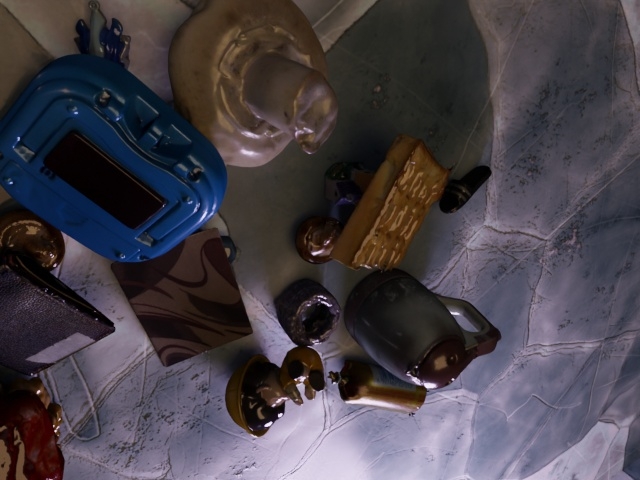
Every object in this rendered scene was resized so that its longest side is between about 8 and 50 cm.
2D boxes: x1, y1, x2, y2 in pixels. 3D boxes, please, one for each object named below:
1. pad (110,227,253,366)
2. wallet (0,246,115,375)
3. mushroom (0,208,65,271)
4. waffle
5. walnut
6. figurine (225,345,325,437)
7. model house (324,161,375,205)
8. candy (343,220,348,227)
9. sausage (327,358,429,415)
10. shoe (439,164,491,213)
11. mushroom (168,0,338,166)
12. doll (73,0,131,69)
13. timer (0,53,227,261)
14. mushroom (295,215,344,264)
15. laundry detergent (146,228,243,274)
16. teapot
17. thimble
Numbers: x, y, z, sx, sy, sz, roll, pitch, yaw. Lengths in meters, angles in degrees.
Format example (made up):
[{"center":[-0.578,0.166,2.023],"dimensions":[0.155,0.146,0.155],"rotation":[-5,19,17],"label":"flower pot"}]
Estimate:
[{"center":[-0.281,0.134,1.139],"dimensions":[0.220,0.004,0.330],"rotation":[-21,131,-11],"label":"pad"},{"center":[-0.546,0.138,0.970],"dimensions":[0.221,0.071,0.262],"rotation":[-29,131,9],"label":"wallet"},{"center":[-0.517,0.003,0.951],"dimensions":[0.110,0.085,0.126],"rotation":[-2,113,1],"label":"mushroom"},{"center":[0.176,-0.071,1.211],"dimensions":[0.304,0.078,0.348],"rotation":[-62,157,7],"label":"waffle"},{"center":[-0.598,0.386,1.020],"dimensions":[0.244,0.222,0.268],"rotation":[-26,124,-54],"label":"walnut"},{"center":[-0.110,0.340,1.260],"dimensions":[0.257,0.167,0.192],"rotation":[-38,150,14],"label":"figurine"},{"center":[0.074,-0.123,1.203],"dimensions":[0.101,0.100,0.087],"rotation":[-7,115,-25],"label":"model house"},{"center":[0.121,-0.071,1.292],"dimensions":[0.201,0.060,0.060],"rotation":[-49,126,-10],"label":"candy"},{"center":[0.147,0.407,1.480],"dimensions":[0.318,0.117,0.125],"rotation":[19,87,-32],"label":"sausage"},{"center":[0.365,-0.145,1.373],"dimensions":[0.179,0.071,0.049],"rotation":[-43,125,-13],"label":"shoe"},{"center":[-0.088,-0.263,0.907],"dimensions":[0.315,0.336,0.314],"rotation":[-21,127,-30],"label":"mushroom"},{"center":[-0.362,-0.303,0.906],"dimensions":[0.096,0.070,0.195],"rotation":[0,120,5],"label":"doll"},{"center":[-0.347,-0.114,0.883],"dimensions":[0.309,0.115,0.340],"rotation":[-33,121,29],"label":"timer"},{"center":[0.000,0.000,1.228],"dimensions":[0.127,0.087,0.127],"rotation":[-9,112,-24],"label":"mushroom"},{"center":[-0.258,0.019,1.113],"dimensions":[0.207,0.061,0.096],"rotation":[11,104,-33],"label":"laundry detergent"},{"center":[0.268,0.227,1.343],"dimensions":[0.315,0.312,0.233],"rotation":[-17,121,-21],"label":"teapot"},{"center":[-0.031,0.175,1.285],"dimensions":[0.150,0.098,0.149],"rotation":[-12,117,-25],"label":"thimble"}]
